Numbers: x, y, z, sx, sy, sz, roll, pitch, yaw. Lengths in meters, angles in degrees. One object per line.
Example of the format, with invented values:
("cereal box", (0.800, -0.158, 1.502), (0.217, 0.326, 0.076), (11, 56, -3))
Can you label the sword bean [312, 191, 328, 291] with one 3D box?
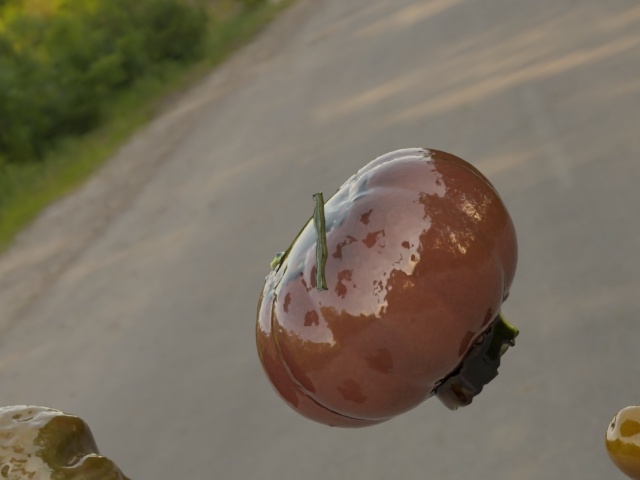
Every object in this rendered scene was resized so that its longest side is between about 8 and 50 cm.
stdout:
("sword bean", (0.000, 0.000, 1.401), (0.012, 0.083, 0.012), (-2, -16, 0))

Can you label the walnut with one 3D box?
("walnut", (-0.345, 0.356, 1.927), (0.344, 0.306, 0.306), (-47, 18, -26))

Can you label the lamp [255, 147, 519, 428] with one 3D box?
("lamp", (0.080, 0.058, 1.776), (0.305, 0.240, 0.305), (-51, 9, 11))

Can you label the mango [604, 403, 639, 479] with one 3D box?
("mango", (0.394, 0.227, 1.889), (0.184, 0.102, 0.085), (15, 55, 10))
